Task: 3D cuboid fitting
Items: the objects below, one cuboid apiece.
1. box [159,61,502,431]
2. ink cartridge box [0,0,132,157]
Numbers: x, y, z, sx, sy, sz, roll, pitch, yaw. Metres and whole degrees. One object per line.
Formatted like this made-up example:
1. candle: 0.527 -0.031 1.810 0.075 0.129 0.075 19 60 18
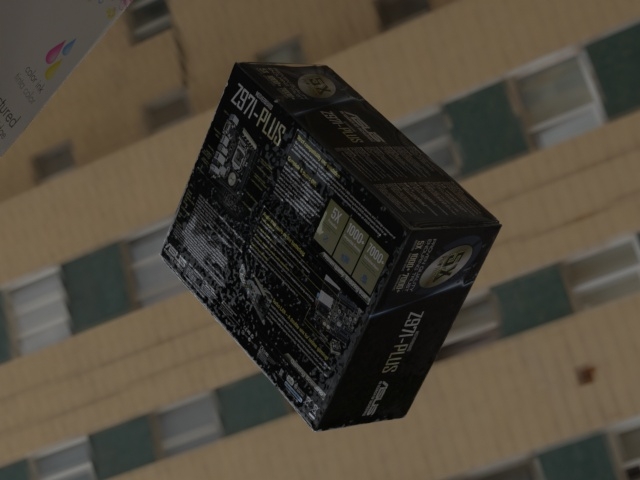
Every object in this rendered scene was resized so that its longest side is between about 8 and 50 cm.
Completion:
1. box: 0.000 0.000 0.998 0.078 0.147 0.180 -4 -143 -42
2. ink cartridge box: -0.179 -0.237 1.025 0.353 0.119 0.207 -54 -29 -17
